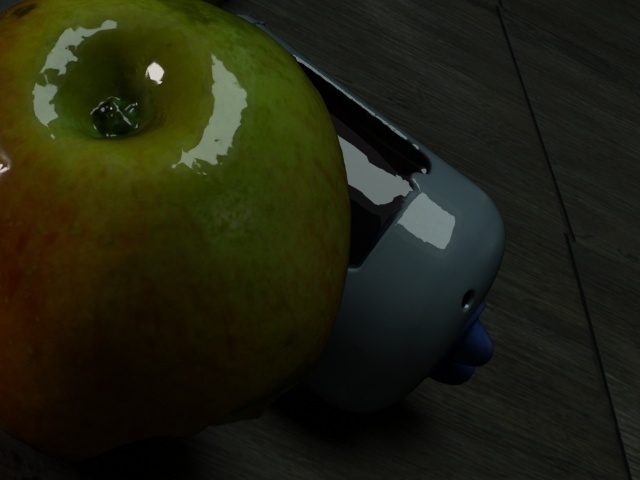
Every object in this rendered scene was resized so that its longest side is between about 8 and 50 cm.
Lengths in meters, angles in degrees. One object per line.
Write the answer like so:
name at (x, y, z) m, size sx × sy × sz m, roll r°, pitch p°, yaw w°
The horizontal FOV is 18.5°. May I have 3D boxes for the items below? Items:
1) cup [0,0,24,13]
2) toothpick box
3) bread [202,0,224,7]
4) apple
cup at (-0.323, -0.229, 1.609) m, size 0.301 × 0.257 × 0.227 m, roll -23°, pitch 97°, yaw -57°
toothpick box at (0.000, 0.000, 1.694) m, size 0.354 × 0.263 × 0.263 m, roll 36°, pitch 25°, yaw 5°
bread at (-0.174, -0.371, 2.292) m, size 0.222 × 0.096 × 0.181 m, roll 39°, pitch 24°, yaw 0°
apple at (-0.137, -0.014, 1.406) m, size 0.339 × 0.339 × 0.339 m, roll 26°, pitch 26°, yaw -14°
